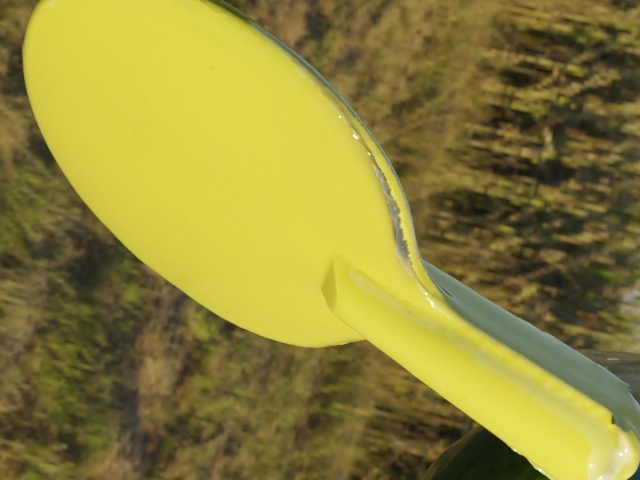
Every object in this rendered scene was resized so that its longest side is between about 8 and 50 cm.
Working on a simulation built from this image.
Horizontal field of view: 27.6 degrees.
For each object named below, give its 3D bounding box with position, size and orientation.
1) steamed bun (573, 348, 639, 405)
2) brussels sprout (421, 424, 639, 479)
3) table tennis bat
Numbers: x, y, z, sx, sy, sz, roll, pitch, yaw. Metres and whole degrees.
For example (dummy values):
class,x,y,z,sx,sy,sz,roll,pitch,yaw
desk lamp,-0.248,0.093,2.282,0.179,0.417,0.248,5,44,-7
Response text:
class,x,y,z,sx,sy,sz,roll,pitch,yaw
steamed bun,0.265,0.243,1.253,0.320,0.275,0.206,-40,166,19
brussels sprout,0.207,0.245,1.018,0.210,0.271,0.219,-55,179,19
table tennis bat,0.000,0.000,0.638,0.054,0.368,0.224,-49,169,-32
